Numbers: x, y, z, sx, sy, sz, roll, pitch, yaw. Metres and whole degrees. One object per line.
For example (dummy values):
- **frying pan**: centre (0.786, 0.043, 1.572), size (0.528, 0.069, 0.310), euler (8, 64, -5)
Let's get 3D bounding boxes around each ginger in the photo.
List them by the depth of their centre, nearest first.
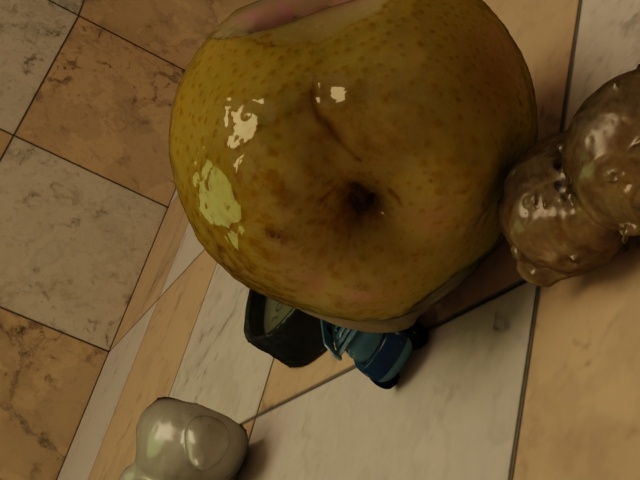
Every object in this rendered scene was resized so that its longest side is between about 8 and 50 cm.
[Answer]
- **ginger**: centre (0.168, -0.050, 0.453), size (0.204, 0.080, 0.104), euler (-43, 21, 56)

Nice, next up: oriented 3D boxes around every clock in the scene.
- **clock**: centre (0.000, 0.000, 0.956), size (0.280, 0.055, 0.280), euler (-55, 19, 29)

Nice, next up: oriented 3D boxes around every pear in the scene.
- **pear**: centre (0.023, -0.068, 0.607), size (0.271, 0.271, 0.271), euler (-55, 18, 28)

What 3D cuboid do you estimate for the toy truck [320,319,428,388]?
- **toy truck**: centre (0.037, 0.059, 0.714), size (0.063, 0.074, 0.136), euler (-59, 16, 19)

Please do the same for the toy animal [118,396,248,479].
- **toy animal**: centre (-0.147, 0.262, 0.893), size (0.178, 0.127, 0.193), euler (-42, 25, 49)
